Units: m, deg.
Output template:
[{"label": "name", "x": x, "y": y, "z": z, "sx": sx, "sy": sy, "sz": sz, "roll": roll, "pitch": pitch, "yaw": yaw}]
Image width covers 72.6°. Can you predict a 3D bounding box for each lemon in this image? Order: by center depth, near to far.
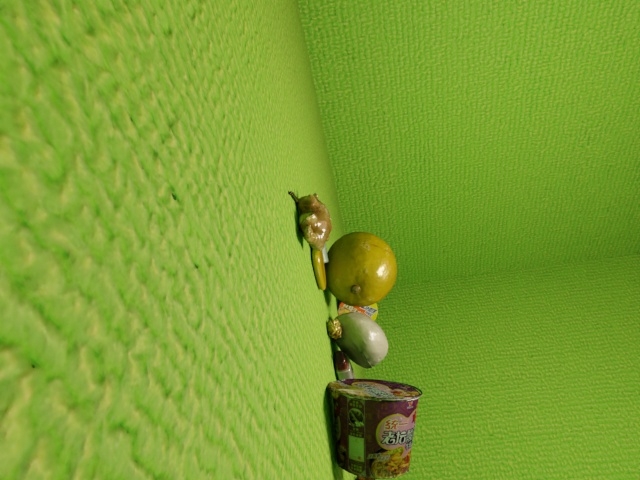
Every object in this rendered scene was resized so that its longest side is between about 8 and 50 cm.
[{"label": "lemon", "x": 0.173, "y": 0.128, "z": 1.917, "sx": 0.348, "sy": 0.348, "sz": 0.347, "roll": -8, "pitch": 90, "yaw": -83}]

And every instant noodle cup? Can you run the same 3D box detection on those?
[{"label": "instant noodle cup", "x": 0.181, "y": 0.645, "z": 1.520, "sx": 0.340, "sy": 0.340, "sz": 0.265, "roll": 46, "pitch": 48, "yaw": -79}, {"label": "instant noodle cup", "x": 0.188, "y": 0.353, "z": 2.353, "sx": 0.174, "sy": 0.213, "sz": 0.213, "roll": -108, "pitch": -173, "yaw": -75}]

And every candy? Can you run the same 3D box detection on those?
[{"label": "candy", "x": 0.173, "y": 0.417, "z": 1.895, "sx": 0.295, "sy": 0.185, "sz": 0.295, "roll": 38, "pitch": -25, "yaw": 21}]

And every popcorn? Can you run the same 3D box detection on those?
[{"label": "popcorn", "x": 0.056, "y": 0.360, "z": 1.775, "sx": 0.083, "sy": 0.057, "sz": 0.082, "roll": -65, "pitch": 145, "yaw": -73}]

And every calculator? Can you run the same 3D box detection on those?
[{"label": "calculator", "x": -0.007, "y": 0.086, "z": 1.686, "sx": 0.146, "sy": 0.032, "sz": 0.234, "roll": -88, "pitch": 169, "yaw": -58}]

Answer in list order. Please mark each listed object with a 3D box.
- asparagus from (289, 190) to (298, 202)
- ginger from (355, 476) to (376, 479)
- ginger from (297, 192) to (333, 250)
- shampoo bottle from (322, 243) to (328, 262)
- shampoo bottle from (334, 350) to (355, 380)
[{"label": "asparagus", "x": -0.085, "y": -0.140, "z": 1.390, "sx": 0.114, "sy": 0.014, "sz": 0.015, "roll": 49, "pitch": 16, "yaw": -76}, {"label": "ginger", "x": 0.196, "y": 1.073, "z": 1.908, "sx": 0.162, "sy": 0.103, "sz": 0.073, "roll": 104, "pitch": -17, "yaw": -83}, {"label": "ginger", "x": -0.022, "y": -0.071, "z": 1.473, "sx": 0.157, "sy": 0.102, "sz": 0.216, "roll": 37, "pitch": 43, "yaw": -46}, {"label": "shampoo bottle", "x": 0.000, "y": 0.000, "z": 1.810, "sx": 0.069, "sy": 0.041, "sz": 0.190, "roll": 4, "pitch": 77, "yaw": -77}, {"label": "shampoo bottle", "x": 0.099, "y": 0.551, "z": 1.851, "sx": 0.153, "sy": 0.071, "sz": 0.284, "roll": -96, "pitch": 171, "yaw": -46}]
